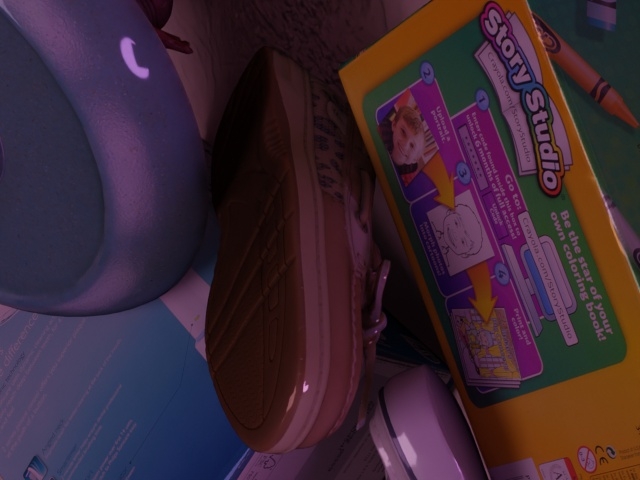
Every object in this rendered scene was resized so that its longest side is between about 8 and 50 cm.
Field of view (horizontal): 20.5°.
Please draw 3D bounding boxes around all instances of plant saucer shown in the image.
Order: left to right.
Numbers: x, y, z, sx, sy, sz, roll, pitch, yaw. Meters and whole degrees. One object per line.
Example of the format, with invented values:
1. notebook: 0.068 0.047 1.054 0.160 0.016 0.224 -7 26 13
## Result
1. plant saucer: -0.203 -0.075 0.958 0.317 0.044 0.317 23 138 22

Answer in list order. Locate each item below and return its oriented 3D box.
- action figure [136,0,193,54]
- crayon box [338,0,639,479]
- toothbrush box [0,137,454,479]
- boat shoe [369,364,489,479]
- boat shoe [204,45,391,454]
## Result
1. action figure: -0.201 -0.172 1.107 0.370 0.248 0.276 51 144 38
2. crayon box: 0.122 0.009 0.827 0.165 0.081 0.278 -29 79 59
3. toothbrush box: -0.095 0.076 1.083 0.295 0.126 0.216 41 103 40
4. boat shoe: 0.057 0.171 0.919 0.267 0.088 0.096 68 -174 -46
5. boat shoe: 0.000 0.000 0.901 0.104 0.089 0.285 -57 22 34
